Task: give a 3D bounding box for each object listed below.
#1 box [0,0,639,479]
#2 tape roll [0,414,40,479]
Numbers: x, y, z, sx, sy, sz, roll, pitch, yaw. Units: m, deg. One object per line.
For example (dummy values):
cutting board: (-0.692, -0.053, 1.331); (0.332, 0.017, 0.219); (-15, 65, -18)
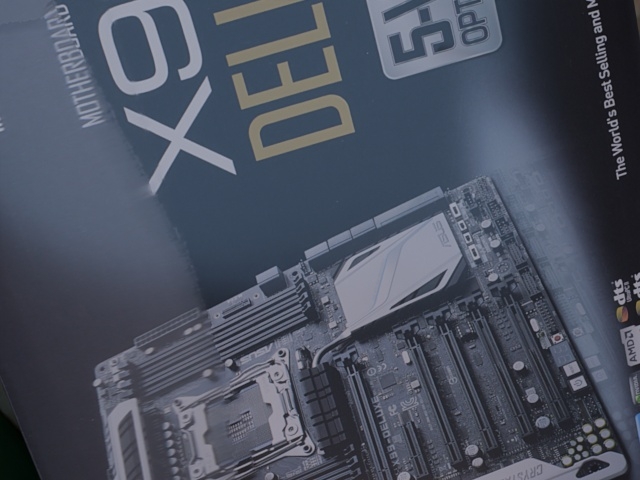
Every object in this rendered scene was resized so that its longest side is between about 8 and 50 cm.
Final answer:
box: (0.000, 0.000, 0.393); (0.242, 0.076, 0.307); (-16, 109, -4)
tape roll: (-0.246, 0.182, 0.406); (0.321, 0.077, 0.321); (-3, 107, -9)
